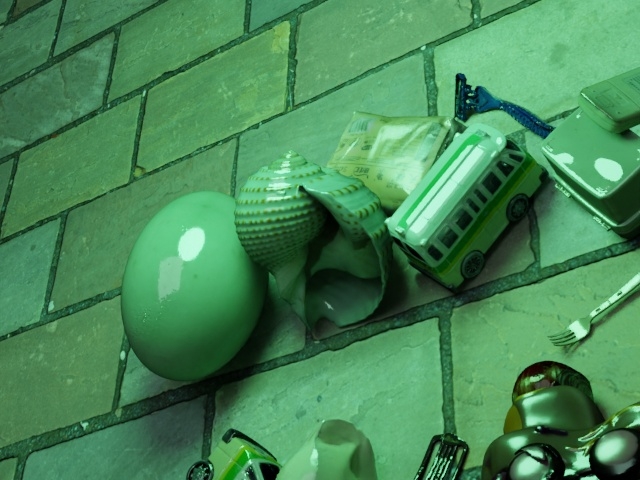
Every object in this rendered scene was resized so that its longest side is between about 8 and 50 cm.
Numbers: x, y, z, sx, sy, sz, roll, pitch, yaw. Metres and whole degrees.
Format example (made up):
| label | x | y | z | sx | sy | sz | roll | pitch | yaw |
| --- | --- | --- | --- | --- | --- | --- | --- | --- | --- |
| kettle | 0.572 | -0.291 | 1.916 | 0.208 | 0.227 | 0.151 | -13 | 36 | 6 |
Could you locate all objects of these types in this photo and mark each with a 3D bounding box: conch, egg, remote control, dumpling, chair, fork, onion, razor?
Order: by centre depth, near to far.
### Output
| label | x | y | z | sx | sy | sz | roll | pitch | yaw |
| --- | --- | --- | --- | --- | --- | --- | --- | --- | --- |
| onion | 0.340 | 0.235 | 1.642 | 0.118 | 0.117 | 0.119 | -38 | 22 | 18 |
| chair | 0.148 | 0.378 | 1.699 | 0.084 | 0.101 | 0.213 | 4 | 62 | 41 |
| fork | 0.453 | 0.098 | 1.728 | 0.219 | 0.028 | 0.034 | -37 | 34 | 5 |
| dumpling | 0.011 | 0.408 | 1.746 | 0.126 | 0.166 | 0.216 | -46 | 20 | 46 |
| remote control | 0.527 | -0.240 | 1.782 | 0.233 | 0.038 | 0.098 | -23 | 54 | -23 |
| conch | 0.006 | -0.013 | 2.009 | 0.302 | 0.319 | 0.215 | 2 | 40 | 31 |
| razor | 0.370 | -0.224 | 2.028 | 0.056 | 0.093 | 0.324 | -23 | 36 | -29 |
| egg | -0.239 | 0.083 | 2.120 | 0.276 | 0.276 | 0.389 | -7 | 56 | 36 |

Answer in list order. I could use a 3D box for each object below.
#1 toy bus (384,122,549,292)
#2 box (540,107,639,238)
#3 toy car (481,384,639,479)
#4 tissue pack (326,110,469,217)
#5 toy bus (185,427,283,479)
| label | x | y | z | sx | sy | sz | roll | pitch | yaw |
| --- | --- | --- | --- | --- | --- | --- | --- | --- | --- |
| toy bus | 0.250 | -0.068 | 1.917 | 0.276 | 0.164 | 0.133 | -52 | 42 | -5 |
| box | 0.468 | -0.115 | 1.797 | 0.148 | 0.129 | 0.210 | -44 | 42 | 5 |
| toy car | 0.378 | 0.311 | 1.465 | 0.340 | 0.271 | 0.240 | -18 | 33 | 25 |
| tissue pack | 0.138 | -0.146 | 2.104 | 0.256 | 0.123 | 0.215 | 6 | 65 | 43 |
| toy bus | -0.165 | 0.489 | 1.841 | 0.179 | 0.143 | 0.305 | 29 | 78 | 45 |
